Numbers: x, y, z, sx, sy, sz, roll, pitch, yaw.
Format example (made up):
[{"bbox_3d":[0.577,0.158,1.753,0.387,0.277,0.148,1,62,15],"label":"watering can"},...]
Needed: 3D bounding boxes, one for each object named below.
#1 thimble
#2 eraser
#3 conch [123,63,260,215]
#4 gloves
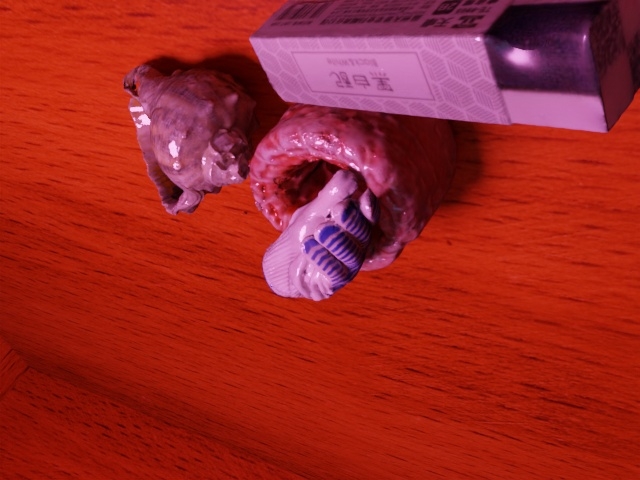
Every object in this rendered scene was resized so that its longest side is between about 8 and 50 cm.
[{"bbox_3d":[0.044,-0.091,0.809,0.239,0.162,0.239,21,141,18],"label":"thimble"},{"bbox_3d":[0.095,-0.185,0.615,0.404,0.098,0.096,19,149,46],"label":"eraser"},{"bbox_3d":[-0.172,-0.157,0.906,0.291,0.159,0.210,55,156,39],"label":"conch"},{"bbox_3d":[0.004,0.001,0.730,0.097,0.119,0.229,-3,161,-23],"label":"gloves"}]
